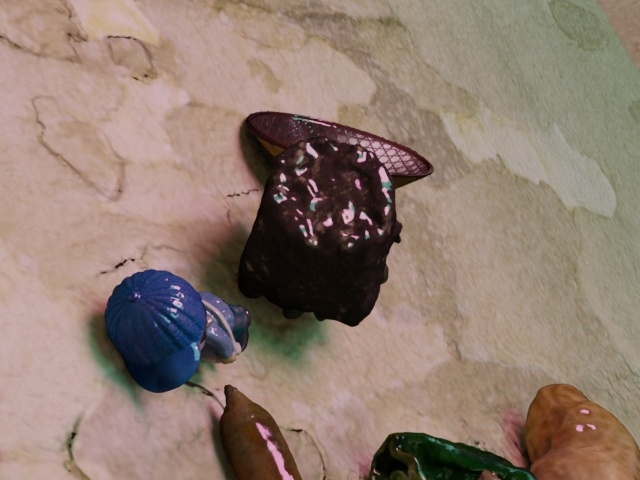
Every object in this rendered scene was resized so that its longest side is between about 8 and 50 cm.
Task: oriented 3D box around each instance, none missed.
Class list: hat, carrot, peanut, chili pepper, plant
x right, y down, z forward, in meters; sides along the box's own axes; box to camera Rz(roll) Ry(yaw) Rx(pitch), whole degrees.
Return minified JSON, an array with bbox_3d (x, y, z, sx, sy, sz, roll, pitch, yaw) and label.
[{"bbox_3d":[0.009,-0.062,1.579,0.193,0.082,0.193,16,15,-4],"label":"hat"},{"bbox_3d":[-0.002,0.256,1.186,0.070,0.070,0.342,16,45,-54],"label":"carrot"},{"bbox_3d":[0.270,0.246,1.616,0.137,0.122,0.253,37,27,-19],"label":"peanut"},{"bbox_3d":[0.140,0.235,1.448,0.253,0.083,0.099,27,47,-41],"label":"chili pepper"},{"bbox_3d":[0.000,0.000,1.385,0.129,0.194,0.132,19,66,7],"label":"plant"}]

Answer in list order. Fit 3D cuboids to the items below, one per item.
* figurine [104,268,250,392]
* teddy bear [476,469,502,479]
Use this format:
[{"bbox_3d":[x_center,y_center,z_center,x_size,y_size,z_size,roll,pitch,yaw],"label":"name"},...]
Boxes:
[{"bbox_3d":[-0.103,0.066,1.221,0.086,0.087,0.149,25,12,25],"label":"figurine"},{"bbox_3d":[0.153,0.321,1.280,0.267,0.156,0.256,-46,107,-35],"label":"teddy bear"}]
